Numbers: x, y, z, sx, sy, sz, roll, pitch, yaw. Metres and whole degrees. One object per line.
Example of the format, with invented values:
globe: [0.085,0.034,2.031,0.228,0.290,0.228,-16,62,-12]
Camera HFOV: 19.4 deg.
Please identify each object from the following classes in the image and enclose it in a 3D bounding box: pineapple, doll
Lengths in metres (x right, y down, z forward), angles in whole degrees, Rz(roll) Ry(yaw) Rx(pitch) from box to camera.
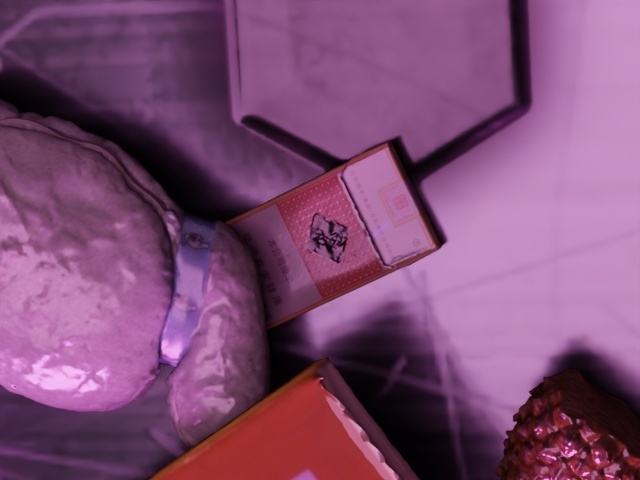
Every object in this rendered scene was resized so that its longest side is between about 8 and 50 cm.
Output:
pineapple: [0.072,0.107,0.701,0.058,0.058,0.124,39,111,5]
doll: [-0.107,0.007,0.717,0.214,0.071,0.103,30,107,9]

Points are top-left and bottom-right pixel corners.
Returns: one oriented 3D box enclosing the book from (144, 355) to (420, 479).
book: [-0.057,0.245,0.742,0.374,0.028,0.262,-36,93,25]

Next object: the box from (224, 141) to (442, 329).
box: [0.000,0.000,0.720,0.083,0.012,0.046,-26,91,18]
